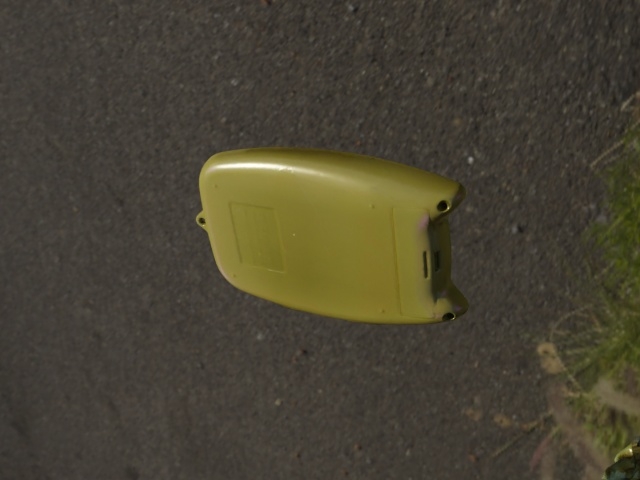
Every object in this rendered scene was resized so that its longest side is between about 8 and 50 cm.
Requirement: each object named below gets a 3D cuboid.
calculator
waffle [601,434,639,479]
[{"bbox_3d":[0.000,0.000,0.707,0.236,0.033,0.157,8,127,24],"label":"calculator"},{"bbox_3d":[0.480,0.253,1.093,0.054,0.204,0.223,68,159,-5],"label":"waffle"}]
